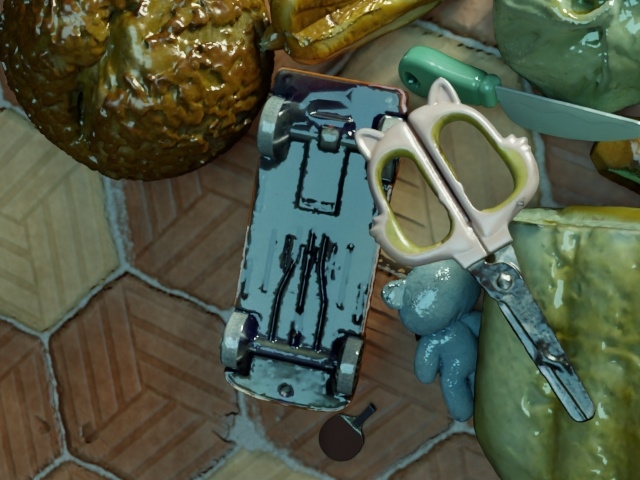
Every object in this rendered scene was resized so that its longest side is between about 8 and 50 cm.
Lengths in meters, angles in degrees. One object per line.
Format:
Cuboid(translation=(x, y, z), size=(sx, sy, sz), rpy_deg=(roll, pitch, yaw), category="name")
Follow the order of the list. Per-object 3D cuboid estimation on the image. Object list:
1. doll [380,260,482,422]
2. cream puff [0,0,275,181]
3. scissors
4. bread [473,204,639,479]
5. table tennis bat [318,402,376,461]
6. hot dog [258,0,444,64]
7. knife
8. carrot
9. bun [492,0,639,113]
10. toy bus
Cuboid(translation=(0.133, 0.096, 0.947), size=(0.120, 0.075, 0.179), rpy_deg=(-24, 112, -18), category="doll")
Cuboid(translation=(-0.195, -0.204, 0.934), size=(0.303, 0.212, 0.303), rpy_deg=(2, 98, 13), category="cream puff")
Cuboid(translation=(0.145, 0.012, 0.776), size=(0.160, 0.024, 0.317), rpy_deg=(-32, 76, 8), category="scissors")
Cuboid(translation=(0.294, 0.141, 0.815), size=(0.300, 0.210, 0.341), rpy_deg=(6, 94, 51), category="bread")
Cuboid(translation=(0.032, 0.213, 1.018), size=(0.050, 0.007, 0.083), rpy_deg=(46, 109, 8), category="table tennis bat")
Cuboid(translation=(0.047, -0.251, 0.892), size=(0.249, 0.076, 0.102), rpy_deg=(-27, 119, -5), category="hot dog")
Cuboid(translation=(0.187, -0.130, 0.873), size=(0.260, 0.063, 0.034), rpy_deg=(26, 64, 30), category="knife")
Cuboid(translation=(0.378, -0.041, 0.843), size=(0.260, 0.070, 0.070), rpy_deg=(28, 104, 11), category="carrot")
Cuboid(translation=(0.261, -0.221, 0.830), size=(0.213, 0.126, 0.203), rpy_deg=(-23, 92, 18), category="bun")
Cuboid(translation=(0.000, 0.000, 0.925), size=(0.143, 0.153, 0.329), rpy_deg=(11, 99, 9), category="toy bus")
